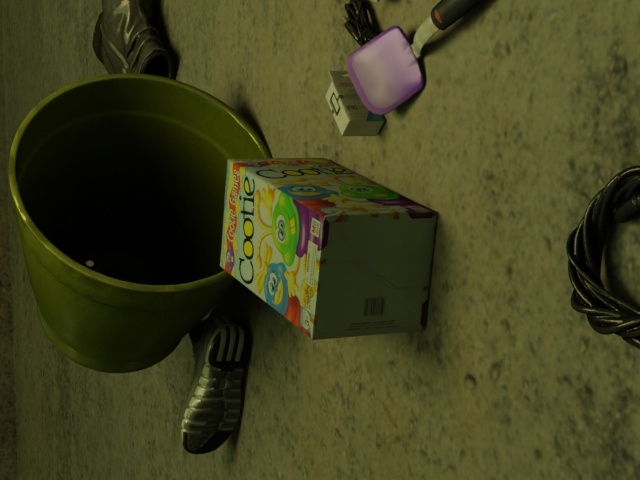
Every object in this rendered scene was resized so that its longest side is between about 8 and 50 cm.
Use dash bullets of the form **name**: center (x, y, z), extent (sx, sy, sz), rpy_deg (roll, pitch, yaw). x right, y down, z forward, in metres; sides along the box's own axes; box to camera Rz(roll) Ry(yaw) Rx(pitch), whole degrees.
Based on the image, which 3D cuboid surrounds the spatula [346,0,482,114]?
- **spatula**: center (0.117, -0.222, 1.306), extent (0.296, 0.030, 0.084), rpy_deg (-36, 75, 57)

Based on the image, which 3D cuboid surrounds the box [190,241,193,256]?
- **box**: center (-0.225, -0.007, 2.038), extent (0.179, 0.043, 0.105), rpy_deg (-133, 46, -55)

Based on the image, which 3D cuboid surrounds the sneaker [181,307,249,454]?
- **sneaker**: center (-0.172, 0.209, 1.921), extent (0.132, 0.086, 0.228), rpy_deg (52, 128, 57)

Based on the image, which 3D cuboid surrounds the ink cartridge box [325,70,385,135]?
- **ink cartridge box**: center (0.038, -0.163, 1.464), extent (0.028, 0.048, 0.083), rpy_deg (117, 143, -46)

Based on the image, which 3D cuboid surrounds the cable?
- **cable**: center (0.263, 0.011, 1.021), extent (0.184, 0.047, 0.150), rpy_deg (-141, 53, -58)

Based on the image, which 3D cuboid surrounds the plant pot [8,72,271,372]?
- **plant pot**: center (-0.278, 0.009, 1.804), extent (0.353, 0.366, 0.366), rpy_deg (116, 142, -52)

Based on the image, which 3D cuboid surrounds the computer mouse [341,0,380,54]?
- **computer mouse**: center (0.066, -0.308, 1.403), extent (0.106, 0.042, 0.193), rpy_deg (-117, 28, -48)

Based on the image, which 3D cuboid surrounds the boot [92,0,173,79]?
- **boot**: center (-0.304, -0.374, 2.103), extent (0.338, 0.118, 0.222), rpy_deg (97, 152, -45)

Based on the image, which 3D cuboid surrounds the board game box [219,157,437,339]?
- **board game box**: center (0.000, 0.000, 1.452), extent (0.275, 0.144, 0.142), rpy_deg (31, 120, 59)
